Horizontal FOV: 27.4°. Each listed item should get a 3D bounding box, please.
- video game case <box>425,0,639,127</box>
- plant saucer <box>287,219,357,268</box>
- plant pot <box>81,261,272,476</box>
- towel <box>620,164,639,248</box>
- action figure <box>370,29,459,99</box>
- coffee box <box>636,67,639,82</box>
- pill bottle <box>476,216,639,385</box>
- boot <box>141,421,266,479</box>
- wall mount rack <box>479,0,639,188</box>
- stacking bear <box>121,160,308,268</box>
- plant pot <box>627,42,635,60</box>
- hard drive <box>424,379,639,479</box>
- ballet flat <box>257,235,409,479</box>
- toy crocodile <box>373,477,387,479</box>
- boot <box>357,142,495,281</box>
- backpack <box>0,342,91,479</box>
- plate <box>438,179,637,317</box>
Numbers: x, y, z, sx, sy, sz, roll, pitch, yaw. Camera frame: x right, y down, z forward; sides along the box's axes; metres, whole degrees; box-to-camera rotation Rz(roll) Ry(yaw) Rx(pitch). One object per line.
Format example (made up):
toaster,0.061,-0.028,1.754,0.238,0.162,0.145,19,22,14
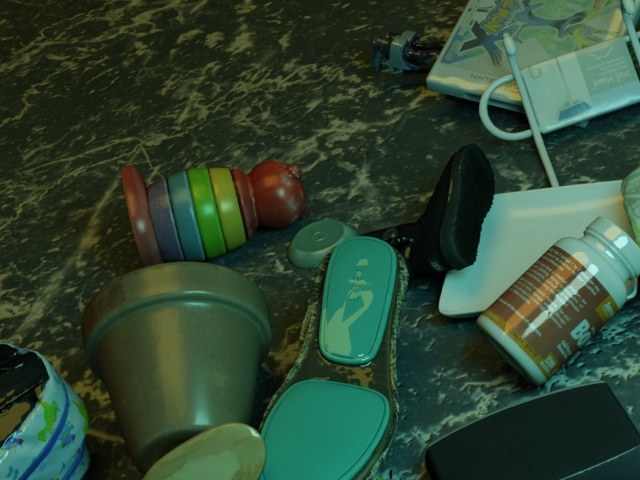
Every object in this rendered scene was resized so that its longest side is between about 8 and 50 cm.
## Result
video game case,0.384,-0.364,2.288,0.300,0.036,0.329,18,66,28
plant saucer,0.000,0.000,2.118,0.119,0.021,0.119,-14,33,9
plant pot,-0.184,0.192,1.763,0.263,0.263,0.229,-16,50,6
towel,0.548,-0.043,1.684,0.320,0.090,0.374,-36,33,29
action figure,0.243,-0.338,2.415,0.285,0.099,0.185,9,36,27
coffee box,0.615,-0.270,2.166,0.184,0.040,0.113,9,45,36
pill bottle,0.317,0.075,1.706,0.216,0.121,0.121,-44,36,-3
boot,-0.161,0.301,1.568,0.295,0.104,0.211,-46,-1,12
wall mount rack,0.433,-0.216,2.087,0.350,0.130,0.304,-18,78,8
stacking bear,-0.166,-0.054,2.172,0.289,0.175,0.164,-14,31,-4
plant pot,0.508,-0.339,2.298,0.083,0.083,0.079,-30,46,-14
hard drive,0.259,0.261,1.579,0.254,0.054,0.172,-20,33,0
ballet flat,0.025,0.204,1.677,0.164,0.182,0.483,8,43,8
toy crocodile,0.155,0.362,1.448,0.340,0.105,0.115,24,93,52
boot,0.143,-0.028,1.966,0.207,0.094,0.246,-18,37,34
backpack,-0.478,0.302,1.761,0.290,0.273,0.356,15,68,44
plate,0.325,0.019,1.901,0.278,0.045,0.277,-6,37,20
